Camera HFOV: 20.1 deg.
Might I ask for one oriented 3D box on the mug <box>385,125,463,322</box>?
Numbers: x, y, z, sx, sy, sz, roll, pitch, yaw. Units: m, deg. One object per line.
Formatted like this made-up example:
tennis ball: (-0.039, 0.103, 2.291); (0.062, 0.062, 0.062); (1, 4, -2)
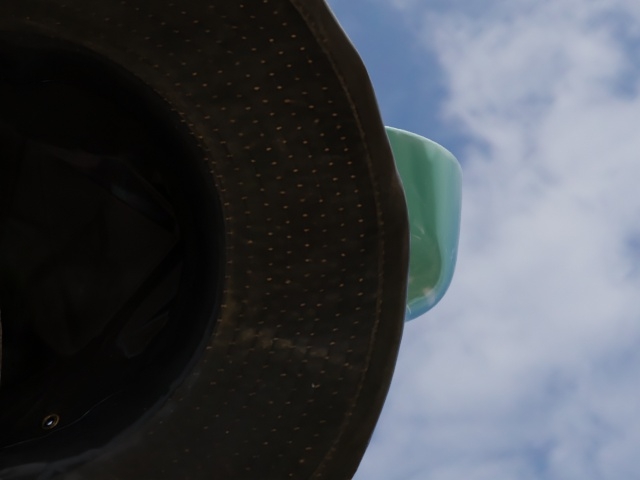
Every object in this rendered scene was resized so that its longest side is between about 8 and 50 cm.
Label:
mug: (0.009, 0.002, 1.100); (0.157, 0.097, 0.129); (-16, -30, 42)

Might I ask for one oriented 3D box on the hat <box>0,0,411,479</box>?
hat: (-0.136, 0.012, 0.711); (0.331, 0.134, 0.331); (1, -93, -12)
